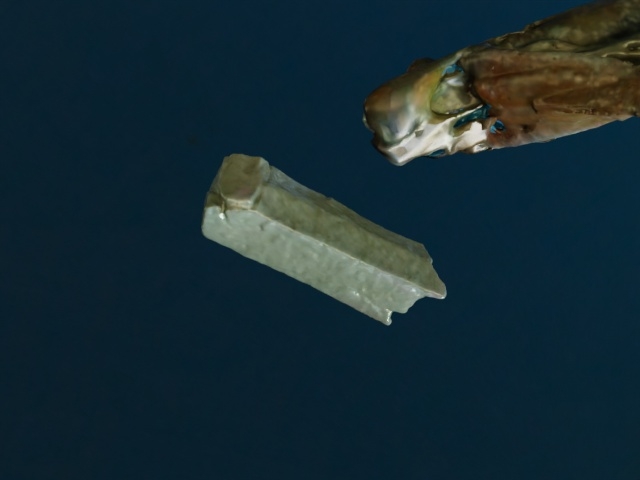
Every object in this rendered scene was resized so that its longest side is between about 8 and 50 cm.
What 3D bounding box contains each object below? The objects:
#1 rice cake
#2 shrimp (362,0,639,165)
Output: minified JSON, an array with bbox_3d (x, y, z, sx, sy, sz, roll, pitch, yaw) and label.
[{"bbox_3d":[0.000,0.000,0.996,0.207,0.063,0.069,25,-139,-19],"label":"rice cake"},{"bbox_3d":[0.257,-0.143,1.083,0.446,0.109,0.221,-14,-151,5],"label":"shrimp"}]
